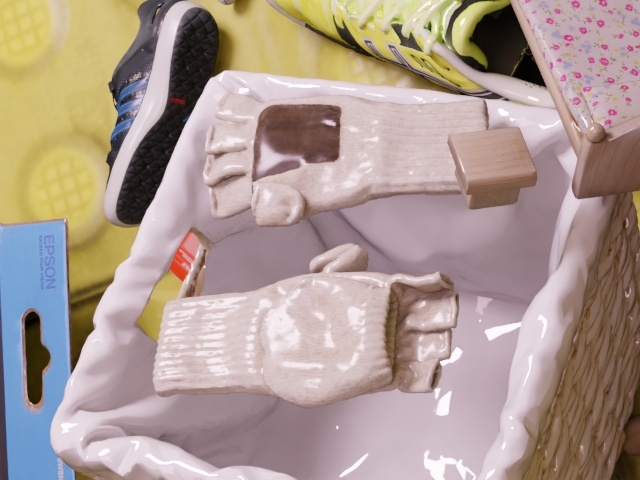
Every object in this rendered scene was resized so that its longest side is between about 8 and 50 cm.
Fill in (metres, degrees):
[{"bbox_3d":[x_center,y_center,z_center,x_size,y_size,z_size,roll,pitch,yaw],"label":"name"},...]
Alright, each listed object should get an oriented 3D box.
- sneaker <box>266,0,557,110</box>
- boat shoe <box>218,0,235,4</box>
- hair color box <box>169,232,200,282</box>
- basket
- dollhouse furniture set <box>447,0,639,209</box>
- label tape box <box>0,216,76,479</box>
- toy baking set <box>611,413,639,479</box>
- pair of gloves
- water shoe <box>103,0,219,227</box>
[{"bbox_3d":[0.101,-0.191,1.434,0.384,0.147,0.145,22,98,25],"label":"sneaker"},{"bbox_3d":[-0.058,-0.246,1.573,0.035,0.035,0.100,22,90,27],"label":"boat shoe"},{"bbox_3d":[-0.062,-0.021,1.543,0.043,0.072,0.141,41,103,21],"label":"hair color box"},{"bbox_3d":[0.042,0.090,1.325,0.331,0.266,0.328,10,63,24],"label":"basket"},{"bbox_3d":[0.228,-0.208,1.217,0.355,0.174,0.303,-9,53,-12],"label":"dollhouse furniture set"},{"bbox_3d":[-0.336,0.112,1.644,0.333,0.106,0.241,-5,85,24],"label":"label tape box"},{"bbox_3d":[0.237,0.211,1.355,0.256,0.030,0.197,-20,47,46],"label":"toy baking set"},{"bbox_3d":[0.000,0.000,1.212,0.204,0.042,0.240,2,59,21],"label":"pair of gloves"},{"bbox_3d":[-0.147,-0.111,1.598,0.080,0.073,0.203,23,93,46],"label":"water shoe"}]
